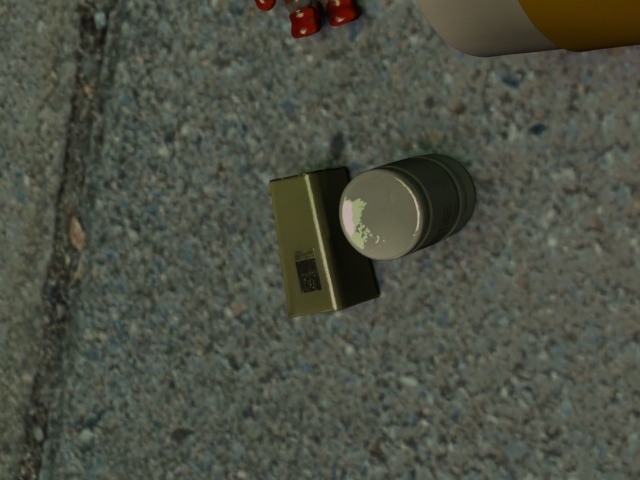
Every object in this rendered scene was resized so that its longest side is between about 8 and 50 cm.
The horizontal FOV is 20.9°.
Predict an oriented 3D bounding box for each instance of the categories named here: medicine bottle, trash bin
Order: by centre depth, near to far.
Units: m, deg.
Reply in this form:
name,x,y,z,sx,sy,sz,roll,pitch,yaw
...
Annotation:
name,x,y,z,sx,sy,sz,roll,pitch,yaw
medicine bottle,0.056,-0.022,1.099,0.058,0.091,0.058,5,101,26
trash bin,0.000,0.000,1.151,0.043,0.061,0.092,-11,91,28

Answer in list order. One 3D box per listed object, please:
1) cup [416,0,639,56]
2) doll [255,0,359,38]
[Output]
name,x,y,z,sx,sy,sz,roll,pitch,yaw
cup,0.179,-0.215,0.942,0.226,0.185,0.241,7,73,38
doll,-0.026,-0.228,1.120,0.104,0.062,0.194,-12,101,29
